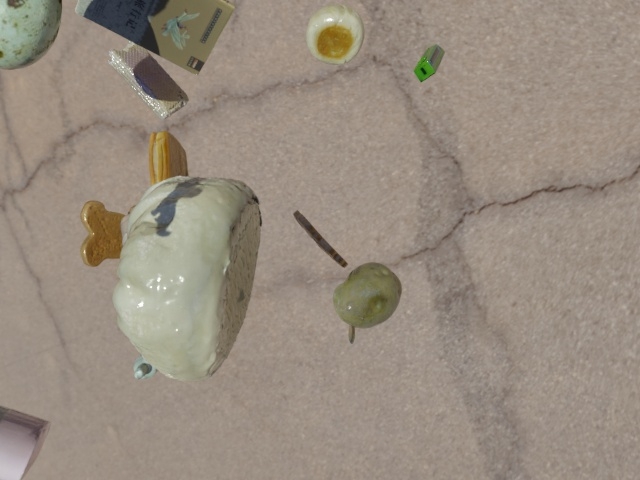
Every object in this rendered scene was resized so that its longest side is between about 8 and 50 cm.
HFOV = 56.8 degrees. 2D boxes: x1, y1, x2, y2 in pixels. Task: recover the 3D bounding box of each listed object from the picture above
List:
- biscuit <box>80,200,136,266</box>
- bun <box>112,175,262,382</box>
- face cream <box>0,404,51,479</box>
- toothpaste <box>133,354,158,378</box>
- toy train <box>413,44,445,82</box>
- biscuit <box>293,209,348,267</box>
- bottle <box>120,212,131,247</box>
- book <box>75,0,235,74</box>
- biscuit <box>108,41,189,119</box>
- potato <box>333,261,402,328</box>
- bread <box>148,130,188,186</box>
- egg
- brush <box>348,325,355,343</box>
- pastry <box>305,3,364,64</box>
[{"bbox_3d":[-0.581,-0.003,1.802,0.047,0.339,0.216,3,90,35],"label":"biscuit"},{"bbox_3d":[-0.234,0.051,1.031,0.210,0.360,0.360,9,110,4],"label":"bun"},{"bbox_3d":[-0.492,0.228,0.752,0.269,0.107,0.073,23,105,-12],"label":"face cream"},{"bbox_3d":[-0.445,0.307,1.664,0.061,0.392,0.099,4,97,2],"label":"toothpaste"},{"bbox_3d":[0.272,-0.452,1.475,0.044,0.209,0.042,-29,108,32],"label":"toy train"},{"bbox_3d":[0.000,0.000,1.868,0.040,0.144,0.236,-39,109,4],"label":"biscuit"},{"bbox_3d":[-0.470,0.023,1.564,0.209,0.097,0.110,62,141,31],"label":"bottle"},{"bbox_3d":[-0.381,-0.534,1.362,0.217,0.310,0.021,-46,30,39],"label":"book"},{"bbox_3d":[-0.491,-0.462,1.693,0.239,0.108,0.062,49,138,-10],"label":"biscuit"},{"bbox_3d":[0.140,0.165,1.758,0.178,0.235,0.160,58,143,18],"label":"potato"},{"bbox_3d":[-0.402,-0.185,1.565,0.077,0.116,0.200,-12,64,6],"label":"bread"},{"bbox_3d":[-0.570,-0.429,1.098,0.169,0.169,0.231,42,104,20],"label":"egg"},{"bbox_3d":[0.100,0.253,1.860,0.021,0.196,0.070,28,123,-18],"label":"brush"},{"bbox_3d":[0.038,-0.541,1.555,0.156,0.092,0.156,3,133,4],"label":"pastry"}]
